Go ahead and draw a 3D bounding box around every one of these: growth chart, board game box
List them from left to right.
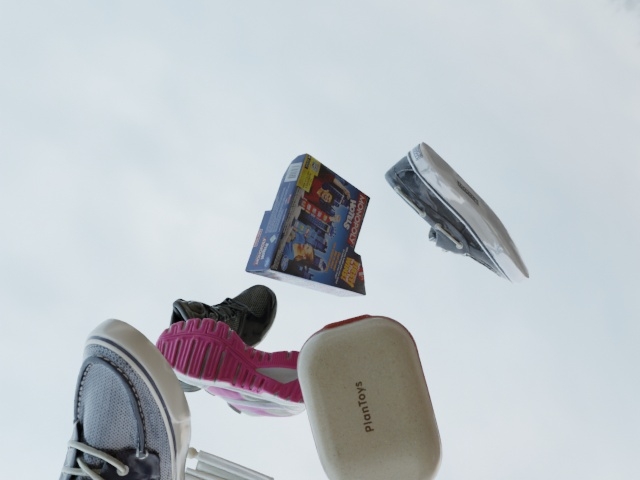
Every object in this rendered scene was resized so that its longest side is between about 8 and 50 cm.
[{"bbox_3d":[-0.152,0.398,1.514,0.172,0.237,0.021,27,-172,9],"label":"growth chart"},{"bbox_3d":[0.000,0.000,1.707,0.194,0.060,0.194,34,-116,-36],"label":"board game box"}]

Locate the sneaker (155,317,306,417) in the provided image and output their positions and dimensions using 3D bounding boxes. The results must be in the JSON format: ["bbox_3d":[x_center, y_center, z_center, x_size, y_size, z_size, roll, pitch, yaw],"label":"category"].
[{"bbox_3d":[-0.121,0.199,1.627,0.252,0.111,0.103,20,-126,7],"label":"sneaker"}]

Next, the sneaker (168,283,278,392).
[{"bbox_3d":[-0.152,0.120,1.741,0.087,0.130,0.227,26,-129,34],"label":"sneaker"}]

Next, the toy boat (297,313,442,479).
[{"bbox_3d":[0.068,0.207,1.386,0.151,0.151,0.231,7,-112,-77],"label":"toy boat"}]

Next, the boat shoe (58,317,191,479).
[{"bbox_3d":[-0.227,0.251,1.187,0.127,0.340,0.158,20,-137,26],"label":"boat shoe"}]

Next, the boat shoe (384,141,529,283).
[{"bbox_3d":[0.226,-0.026,1.873,0.301,0.102,0.108,44,-157,-20],"label":"boat shoe"}]
